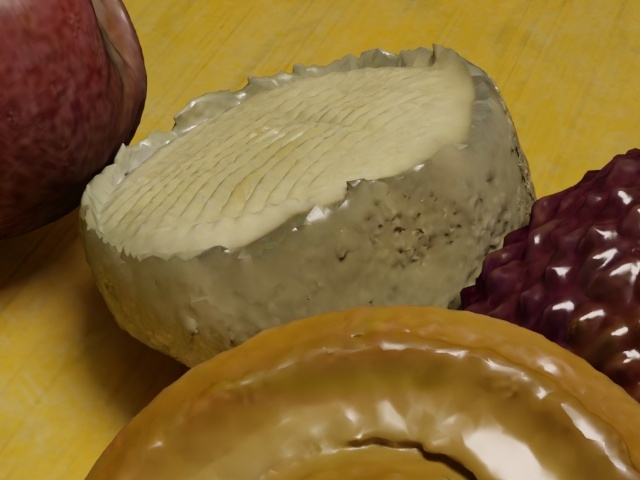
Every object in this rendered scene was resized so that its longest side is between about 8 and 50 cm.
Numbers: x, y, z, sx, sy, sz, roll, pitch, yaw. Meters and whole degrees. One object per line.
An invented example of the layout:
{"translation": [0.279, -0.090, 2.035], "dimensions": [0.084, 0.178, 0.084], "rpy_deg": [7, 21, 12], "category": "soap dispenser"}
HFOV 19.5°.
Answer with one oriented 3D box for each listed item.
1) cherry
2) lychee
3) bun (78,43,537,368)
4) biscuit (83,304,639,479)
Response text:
{"translation": [-0.226, -0.096, 1.084], "dimensions": [0.239, 0.206, 0.239], "rpy_deg": [-13, 1, 0], "category": "cherry"}
{"translation": [0.165, 0.086, 0.898], "dimensions": [0.271, 0.271, 0.271], "rpy_deg": [5, 34, -4], "category": "lychee"}
{"translation": [0.000, 0.000, 1.040], "dimensions": [0.259, 0.152, 0.259], "rpy_deg": [-18, 23, 8], "category": "bun"}
{"translation": [0.022, 0.164, 0.743], "dimensions": [0.296, 0.102, 0.296], "rpy_deg": [-4, 67, 11], "category": "biscuit"}
